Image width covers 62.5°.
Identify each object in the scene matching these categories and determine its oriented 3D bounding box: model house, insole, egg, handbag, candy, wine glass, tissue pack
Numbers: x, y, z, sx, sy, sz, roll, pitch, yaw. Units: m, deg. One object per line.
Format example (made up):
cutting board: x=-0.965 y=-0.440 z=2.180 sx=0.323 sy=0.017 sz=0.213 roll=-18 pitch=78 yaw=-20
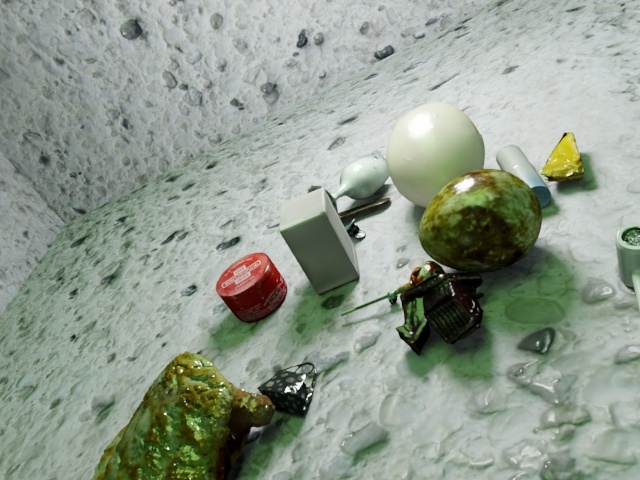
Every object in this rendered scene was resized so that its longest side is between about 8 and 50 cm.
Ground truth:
model house: x=0.264 y=0.168 z=1.160 sx=0.203 sy=0.141 sz=0.164 roll=-37 pitch=46 yaw=33
insole: x=0.080 y=-0.090 z=1.765 sx=0.327 sy=0.007 sz=0.111 roll=-18 pitch=12 yaw=17
egg: x=0.366 y=-0.039 z=1.236 sx=0.289 sy=0.238 sz=0.238 roll=-26 pitch=28 yaw=29
handbag: x=-0.058 y=0.335 z=1.236 sx=0.115 sy=0.072 sz=0.139 roll=-5 pitch=26 yaw=41
egg: x=0.330 y=-0.237 z=1.524 sx=0.283 sy=0.283 sz=0.345 roll=-20 pitch=34 yaw=18
candy: x=0.177 y=0.135 z=1.313 sx=0.287 sy=0.078 sz=0.084 roll=-26 pitch=13 yaw=17
wine glass: x=0.100 y=-0.176 z=1.737 sx=0.143 sy=0.144 sz=0.321 roll=3 pitch=29 yaw=45
tissue pack: x=0.000 y=0.001 z=1.494 sx=0.135 sy=0.246 sz=0.159 roll=-23 pitch=30 yaw=12

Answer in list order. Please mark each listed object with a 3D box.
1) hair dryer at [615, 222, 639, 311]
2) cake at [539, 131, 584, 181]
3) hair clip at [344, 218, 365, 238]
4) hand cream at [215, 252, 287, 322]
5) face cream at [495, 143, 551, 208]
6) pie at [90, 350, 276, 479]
hair dryer: x=0.590 y=0.096 z=0.963 sx=0.073 sy=0.131 sz=0.237 roll=-8 pitch=50 yaw=30
cake: x=0.640 y=-0.209 z=1.412 sx=0.116 sy=0.080 sz=0.185 roll=-16 pitch=42 yaw=21
hair clip: x=0.044 y=-0.027 z=1.702 sx=0.229 sy=0.070 sz=0.039 roll=-7 pitch=40 yaw=48
hand cream: x=-0.205 y=0.141 z=1.591 sx=0.193 sy=0.125 sz=0.193 roll=-22 pitch=30 yaw=13
face cream: x=0.547 y=-0.176 z=1.437 sx=0.077 sy=0.077 sz=0.250 roll=-22 pitch=31 yaw=15
pie: x=-0.341 y=0.466 z=1.176 sx=0.395 sy=0.180 sz=0.418 roll=9 pitch=55 yaw=47
